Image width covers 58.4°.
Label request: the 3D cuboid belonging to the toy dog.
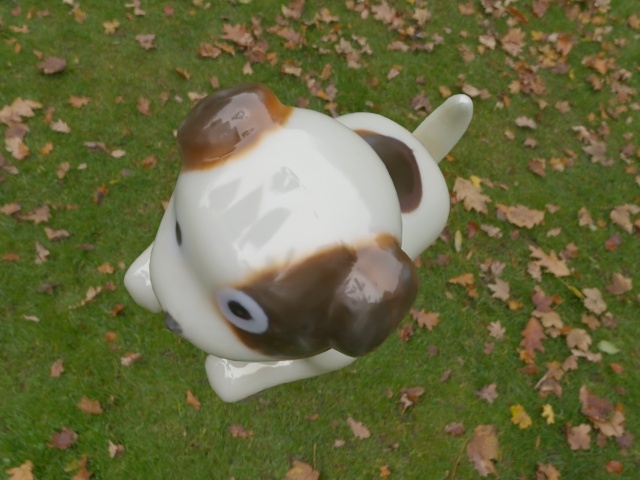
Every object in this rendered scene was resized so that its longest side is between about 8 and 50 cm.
[{"bbox_3d":[0.000,0.000,0.570,0.395,0.408,0.284,-29,87,15],"label":"toy dog"}]
